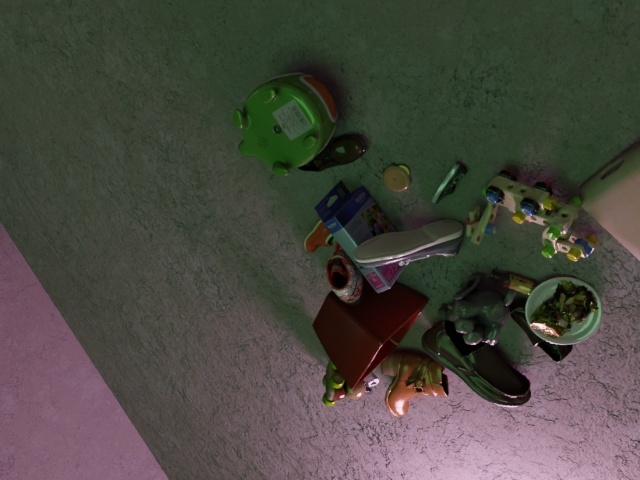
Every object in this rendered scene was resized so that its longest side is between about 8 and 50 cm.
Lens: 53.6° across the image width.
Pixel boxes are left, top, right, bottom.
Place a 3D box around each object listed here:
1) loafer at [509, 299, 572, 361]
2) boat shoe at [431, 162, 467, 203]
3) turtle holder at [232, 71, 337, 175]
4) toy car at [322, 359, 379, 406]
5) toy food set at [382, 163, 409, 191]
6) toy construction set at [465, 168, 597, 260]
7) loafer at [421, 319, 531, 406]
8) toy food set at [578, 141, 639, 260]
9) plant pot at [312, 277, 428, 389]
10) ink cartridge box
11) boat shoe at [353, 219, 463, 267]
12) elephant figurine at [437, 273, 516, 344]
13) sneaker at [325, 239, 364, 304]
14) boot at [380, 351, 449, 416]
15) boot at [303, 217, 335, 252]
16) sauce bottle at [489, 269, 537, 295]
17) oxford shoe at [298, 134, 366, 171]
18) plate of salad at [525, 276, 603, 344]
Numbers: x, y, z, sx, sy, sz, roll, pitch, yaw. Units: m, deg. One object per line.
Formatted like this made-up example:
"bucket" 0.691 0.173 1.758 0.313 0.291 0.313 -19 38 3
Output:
"loafer" 0.621 0.257 1.789 0.220 0.078 0.080 41 134 1
"boat shoe" 0.344 -0.146 1.698 0.040 0.049 0.142 34 131 7
"turtle holder" -0.086 -0.312 1.731 0.243 0.227 0.320 33 134 6
"toy car" 0.112 0.518 2.303 0.188 0.149 0.155 8 136 -8
"toy food set" 0.213 -0.176 1.779 0.082 0.020 0.083 8 126 28
"toy construction set" 0.517 -0.058 1.594 0.327 0.151 0.215 10 152 37
"loafer" 0.481 0.368 1.921 0.365 0.134 0.130 31 133 10
"toy food set" 0.779 -0.073 1.456 0.306 0.092 0.220 43 146 1
"plant pot" 0.132 0.254 1.994 0.235 0.267 0.267 40 135 17
"ink cartridge box" 0.129 -0.024 1.828 0.311 0.186 0.065 50 135 -8
"boat shoe" 0.246 0.032 1.744 0.116 0.319 0.099 -122 20 -55
"elephant figurine" 0.441 0.183 1.819 0.185 0.239 0.170 -2 107 4
"sneaker" 0.074 0.044 1.852 0.090 0.270 0.145 -9 157 20
"boot" 0.332 0.500 2.151 0.220 0.109 0.284 2 115 27
"boot" 0.000 0.000 2.000 0.085 0.059 0.158 53 138 22
"sauce bottle" 0.536 0.115 1.766 0.128 0.042 0.042 20 130 18
"oxford shoe" 0.029 -0.236 1.804 0.227 0.096 0.083 -14 111 37
"plate of salad" 0.657 0.195 1.710 0.199 0.048 0.200 5 108 15
